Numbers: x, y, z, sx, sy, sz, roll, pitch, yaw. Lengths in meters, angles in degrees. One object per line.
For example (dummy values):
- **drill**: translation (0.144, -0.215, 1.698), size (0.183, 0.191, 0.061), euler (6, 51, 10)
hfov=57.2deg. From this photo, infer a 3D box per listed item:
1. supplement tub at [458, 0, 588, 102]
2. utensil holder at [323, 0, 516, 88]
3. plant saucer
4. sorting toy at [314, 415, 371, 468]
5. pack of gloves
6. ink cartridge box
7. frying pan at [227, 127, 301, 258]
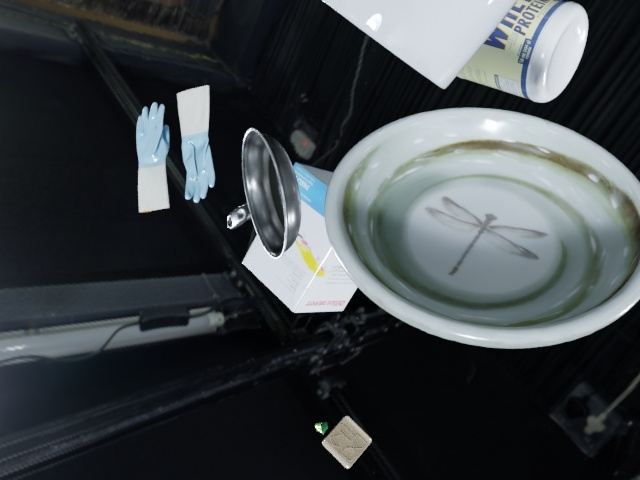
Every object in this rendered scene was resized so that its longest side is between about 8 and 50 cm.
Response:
- **supplement tub**: translation (0.460, -0.499, 1.465), size (0.325, 0.235, 0.235), euler (30, -153, 33)
- **utensil holder**: translation (0.182, -0.465, 0.847), size (0.327, 0.385, 0.327), euler (32, -161, -12)
- **plant saucer**: translation (0.206, -0.016, 0.755), size (0.400, 0.100, 0.400), euler (-2, -133, 2)
- **sorting toy**: translation (0.032, 0.309, 0.929), size (0.083, 0.012, 0.062), euler (42, -121, 13)
- **pack of gloves**: translation (-0.289, -0.180, 1.201), size (0.195, 0.232, 0.046), euler (-6, 175, 26)
- **ink cartridge box**: translation (0.000, 0.000, 1.329), size (0.197, 0.270, 0.198), euler (39, -162, 31)
- **frying pan**: translation (-0.088, -0.038, 0.931), size (0.053, 0.326, 0.197), euler (-13, -116, -19)
